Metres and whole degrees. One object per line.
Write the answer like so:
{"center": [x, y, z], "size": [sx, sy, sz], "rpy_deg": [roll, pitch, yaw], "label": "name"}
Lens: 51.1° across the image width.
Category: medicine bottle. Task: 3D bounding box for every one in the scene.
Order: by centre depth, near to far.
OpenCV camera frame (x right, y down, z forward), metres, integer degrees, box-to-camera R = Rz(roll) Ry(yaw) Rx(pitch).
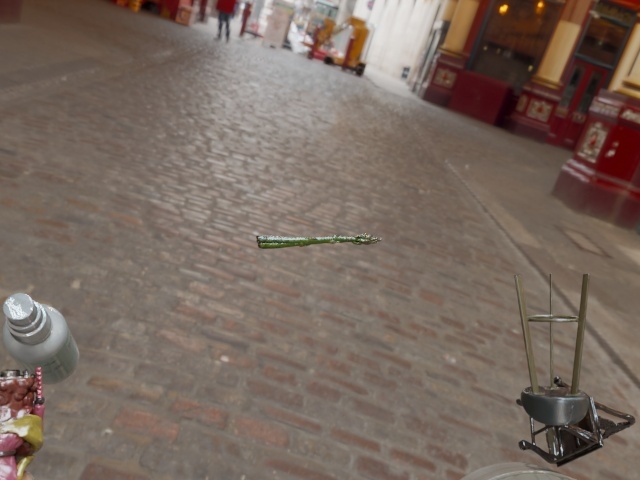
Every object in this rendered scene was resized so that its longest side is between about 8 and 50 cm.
{"center": [-0.516, 0.175, 1.220], "size": [0.110, 0.110, 0.352], "rpy_deg": [16, -26, -6], "label": "medicine bottle"}

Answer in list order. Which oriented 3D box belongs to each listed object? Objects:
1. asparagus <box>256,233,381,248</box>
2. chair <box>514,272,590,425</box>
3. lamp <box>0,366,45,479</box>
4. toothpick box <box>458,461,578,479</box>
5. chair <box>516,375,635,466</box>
{"center": [0.000, 0.000, 1.167], "size": [0.233, 0.022, 0.023], "rpy_deg": [-2, 26, -22], "label": "asparagus"}
{"center": [0.348, 0.157, 1.000], "size": [0.104, 0.222, 0.095], "rpy_deg": [-1, -6, 19], "label": "chair"}
{"center": [-0.511, 0.339, 1.091], "size": [0.118, 0.253, 0.118], "rpy_deg": [-4, -7, -1], "label": "lamp"}
{"center": [0.106, 0.162, 0.284], "size": [0.111, 0.111, 0.181], "rpy_deg": [19, -9, 5], "label": "toothpick box"}
{"center": [0.473, 0.346, 1.206], "size": [0.229, 0.106, 0.113], "rpy_deg": [29, 42, -18], "label": "chair"}
